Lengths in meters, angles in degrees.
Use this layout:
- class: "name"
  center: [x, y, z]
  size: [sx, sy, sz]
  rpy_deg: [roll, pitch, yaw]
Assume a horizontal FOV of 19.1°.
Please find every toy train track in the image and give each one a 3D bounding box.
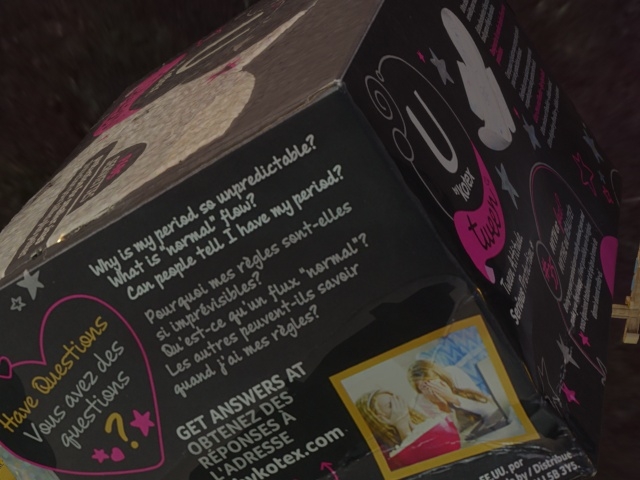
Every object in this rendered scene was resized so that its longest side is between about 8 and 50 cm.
- class: "toy train track"
  center: [0.234, 0.038, 1.391]
  size: [0.048, 0.014, 0.083]
  rpy_deg: [3, 110, -8]

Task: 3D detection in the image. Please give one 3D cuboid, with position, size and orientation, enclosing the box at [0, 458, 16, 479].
- class: "box"
  center: [-0.289, 0.188, 1.181]
  size: [0.279, 0.290, 0.177]
  rpy_deg: [21, 46, 17]

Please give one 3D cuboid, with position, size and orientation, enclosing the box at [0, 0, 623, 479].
- class: "box"
  center: [-0.004, 0.001, 0.649]
  size: [0.163, 0.247, 0.142]
  rpy_deg: [-29, 103, 20]
